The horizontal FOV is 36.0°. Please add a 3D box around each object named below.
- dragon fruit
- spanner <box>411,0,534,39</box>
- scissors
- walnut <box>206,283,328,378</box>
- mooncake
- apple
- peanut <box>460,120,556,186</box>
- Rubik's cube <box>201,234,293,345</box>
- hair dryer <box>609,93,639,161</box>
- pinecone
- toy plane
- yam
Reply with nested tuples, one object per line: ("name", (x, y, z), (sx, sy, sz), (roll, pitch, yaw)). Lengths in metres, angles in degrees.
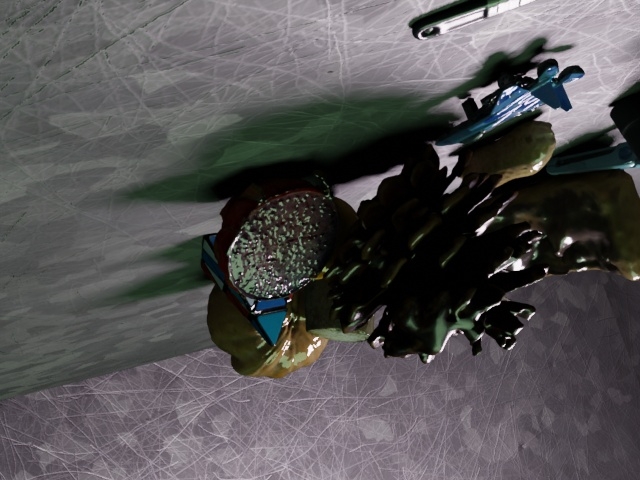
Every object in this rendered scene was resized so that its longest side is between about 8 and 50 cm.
("dragon fruit", (-0.091, -0.027, 1.639), (0.218, 0.148, 0.223), (-23, 131, -20))
("spanner", (0.256, -0.295, 1.138), (0.316, 0.024, 0.087), (-18, 168, 10))
("scissors", (0.653, -0.187, 2.053), (0.393, 0.180, 0.032), (-8, 155, 37))
("walnut", (-0.123, 0.181, 2.280), (0.296, 0.285, 0.285), (21, 150, -28))
("mooncake", (0.533, -0.022, 2.236), (0.394, 0.246, 0.393), (-20, -170, -6))
("apple", (0.000, 0.000, 1.864), (0.182, 0.155, 0.182), (-19, 170, -4))
("peanut", (0.348, -0.151, 1.821), (0.214, 0.099, 0.099), (-25, 167, 37))
("Rubik's cube", (-0.173, 0.090, 2.068), (0.284, 0.250, 0.234), (-14, -171, -42))
("hair dryer", (0.626, -0.245, 1.779), (0.071, 0.124, 0.219), (-13, 153, -31))
("pinecone", (0.212, 0.043, 1.717), (0.398, 0.397, 0.398), (-17, 169, -3))
("toy plane", (0.271, -0.203, 1.489), (0.246, 0.078, 0.169), (-17, 171, 39))
("yam", (0.041, 0.087, 2.149), (0.161, 0.268, 0.161), (-1, 171, 0))
